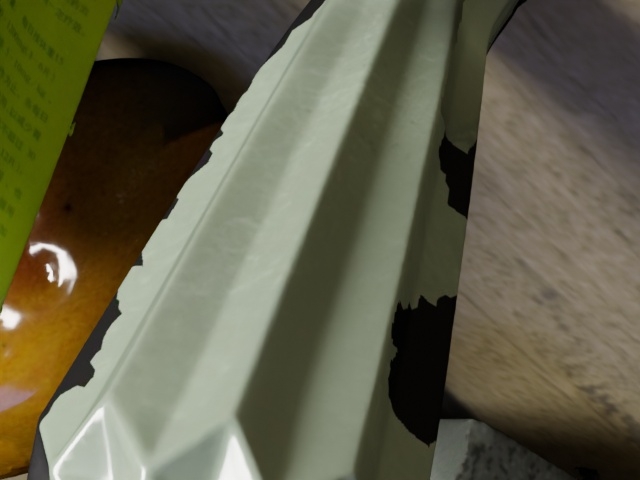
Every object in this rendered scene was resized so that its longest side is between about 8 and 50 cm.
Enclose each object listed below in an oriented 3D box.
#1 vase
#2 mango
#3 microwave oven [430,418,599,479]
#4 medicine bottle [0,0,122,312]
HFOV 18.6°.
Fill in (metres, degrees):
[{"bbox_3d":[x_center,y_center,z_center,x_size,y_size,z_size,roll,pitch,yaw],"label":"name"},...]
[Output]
[{"bbox_3d":[0.000,0.000,0.841,0.165,0.360,0.165,14,149,9],"label":"vase"},{"bbox_3d":[-0.151,0.021,1.111,0.201,0.287,0.152,49,-173,15],"label":"mango"},{"bbox_3d":[0.139,0.339,1.315,0.432,0.374,0.236,32,158,-28],"label":"microwave oven"},{"bbox_3d":[-0.198,-0.101,0.909,0.137,0.250,0.141,2,148,26],"label":"medicine bottle"}]
